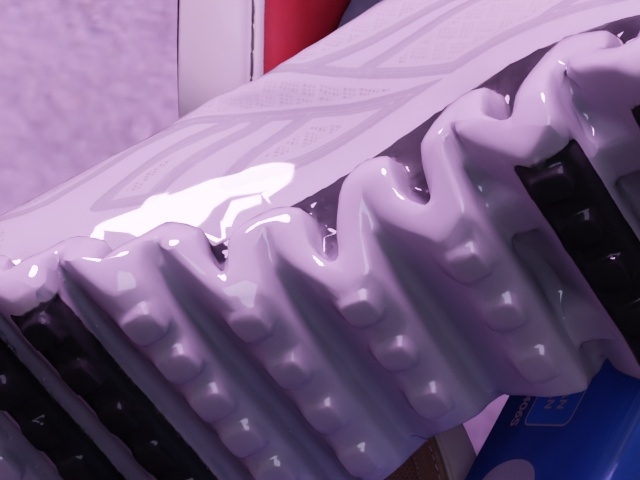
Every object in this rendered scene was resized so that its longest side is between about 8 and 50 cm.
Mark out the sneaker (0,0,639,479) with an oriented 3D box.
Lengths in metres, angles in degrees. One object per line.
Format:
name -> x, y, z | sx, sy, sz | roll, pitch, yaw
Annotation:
sneaker -> 0.000, 0.000, 0.446 | 0.292, 0.110, 0.118 | -19, 36, 16

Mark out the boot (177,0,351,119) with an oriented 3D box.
boot -> 0.050, -0.121, 0.538 | 0.176, 0.088, 0.244 | 13, 71, -4

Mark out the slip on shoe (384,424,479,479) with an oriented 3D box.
slip on shoe -> 0.027, 0.106, 0.492 | 0.041, 0.051, 0.135 | -7, 83, -14

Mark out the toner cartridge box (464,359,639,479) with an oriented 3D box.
toner cartridge box -> 0.140, 0.068, 0.473 | 0.165, 0.075, 0.347 | 35, 72, -17
